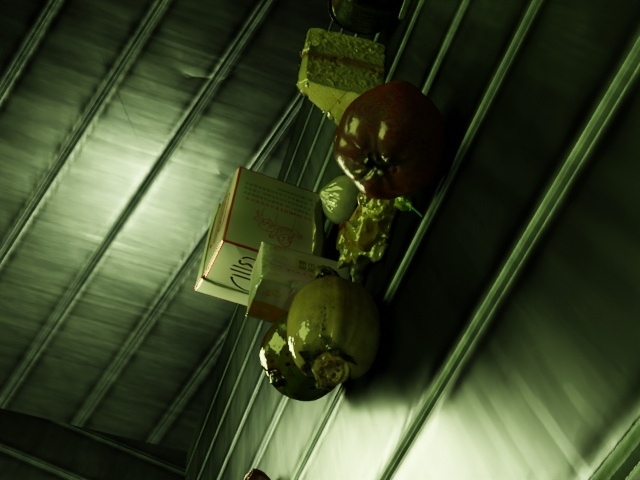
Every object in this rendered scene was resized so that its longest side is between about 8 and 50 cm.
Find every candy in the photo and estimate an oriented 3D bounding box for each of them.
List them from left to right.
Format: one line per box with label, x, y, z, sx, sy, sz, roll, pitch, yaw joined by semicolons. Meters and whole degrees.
candy;0.177;-0.063;1.573;0.035;0.035;0.123;-60;23;9

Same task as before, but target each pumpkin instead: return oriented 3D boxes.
pumpkin;0.147;-0.740;2.272;0.320;0.192;0.320;-166;90;-79

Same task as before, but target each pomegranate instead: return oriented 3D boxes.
pomegranate;-0.021;0.222;1.732;0.246;0.198;0.198;-56;9;-9

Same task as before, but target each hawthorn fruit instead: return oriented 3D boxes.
hawthorn fruit;0.145;-0.200;1.524;0.262;0.211;0.210;-49;-13;-50

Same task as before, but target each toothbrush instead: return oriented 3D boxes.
toothbrush;0.261;-0.718;2.105;0.294;0.026;0.028;-68;27;24

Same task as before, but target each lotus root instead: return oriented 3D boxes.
lotus root;0.025;0.152;1.589;0.310;0.183;0.182;-91;20;-58

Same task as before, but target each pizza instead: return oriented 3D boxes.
pizza;0.094;-0.028;1.780;0.323;0.089;0.223;124;163;-59

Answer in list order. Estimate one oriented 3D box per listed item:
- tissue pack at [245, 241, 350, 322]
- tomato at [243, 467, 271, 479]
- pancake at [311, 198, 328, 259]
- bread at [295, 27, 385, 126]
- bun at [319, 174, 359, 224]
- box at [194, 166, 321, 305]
tissue pack;-0.049;0.116;1.902;0.185;0.225;0.124;-94;22;-62
tomato;-0.176;0.691;2.039;0.228;0.101;0.227;-157;90;-85
pancake;0.000;0.000;2.210;0.242;0.050;0.241;5;-90;-90
bread;0.038;-0.449;2.264;0.198;0.236;0.263;119;164;-48
bun;0.043;-0.114;2.136;0.138;0.094;0.138;-163;90;-76
box;-0.181;0.006;2.500;0.300;0.314;0.312;124;160;-50
